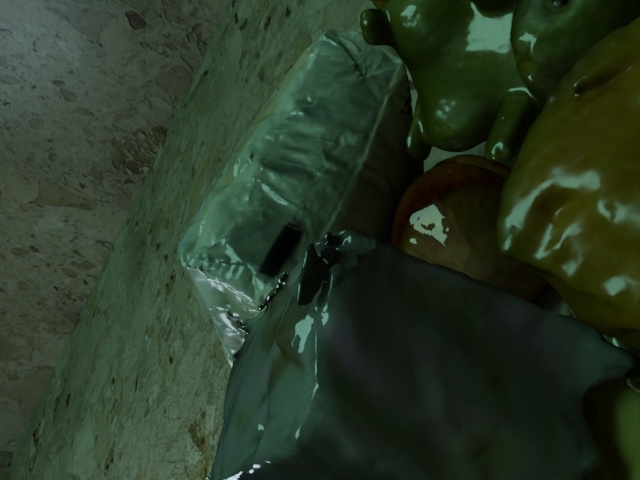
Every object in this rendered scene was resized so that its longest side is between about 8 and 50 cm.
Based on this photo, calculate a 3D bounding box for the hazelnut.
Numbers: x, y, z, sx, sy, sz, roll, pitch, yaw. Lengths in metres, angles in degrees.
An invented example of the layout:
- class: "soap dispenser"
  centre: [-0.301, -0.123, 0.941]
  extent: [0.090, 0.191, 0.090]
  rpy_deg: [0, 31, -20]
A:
- class: "hazelnut"
  centre: [0.160, 0.002, 1.093]
  extent: [0.182, 0.182, 0.182]
  rpy_deg: [-50, 30, 42]

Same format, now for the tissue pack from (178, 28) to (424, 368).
- class: "tissue pack"
  centre: [0.000, 0.000, 1.220]
  extent: [0.375, 0.195, 0.390]
  rpy_deg: [72, -141, -62]

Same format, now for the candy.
- class: "candy"
  centre: [0.043, 0.100, 0.632]
  extent: [0.185, 0.195, 0.137]
  rpy_deg: [-45, 28, 56]

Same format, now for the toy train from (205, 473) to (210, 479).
- class: "toy train"
  centre: [-0.040, 0.330, 1.265]
  extent: [0.285, 0.116, 0.177]
  rpy_deg: [-42, 51, 46]

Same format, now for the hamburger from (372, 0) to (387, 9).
- class: "hamburger"
  centre: [0.167, -0.406, 1.244]
  extent: [0.396, 0.277, 0.395]
  rpy_deg: [-42, 37, 42]

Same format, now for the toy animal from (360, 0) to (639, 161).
- class: "toy animal"
  centre: [0.201, -0.183, 0.993]
  extent: [0.363, 0.180, 0.181]
  rpy_deg: [-1, 112, 56]

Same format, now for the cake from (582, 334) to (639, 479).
- class: "cake"
  centre: [0.206, 0.235, 0.683]
  extent: [0.286, 0.227, 0.222]
  rpy_deg: [-57, 26, 31]

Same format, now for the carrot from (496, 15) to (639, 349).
- class: "carrot"
  centre: [0.300, -0.038, 0.608]
  extent: [0.241, 0.341, 0.241]
  rpy_deg: [-11, 77, 57]
